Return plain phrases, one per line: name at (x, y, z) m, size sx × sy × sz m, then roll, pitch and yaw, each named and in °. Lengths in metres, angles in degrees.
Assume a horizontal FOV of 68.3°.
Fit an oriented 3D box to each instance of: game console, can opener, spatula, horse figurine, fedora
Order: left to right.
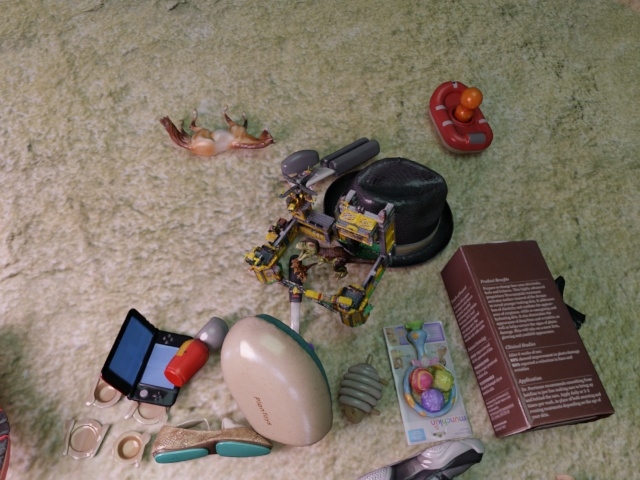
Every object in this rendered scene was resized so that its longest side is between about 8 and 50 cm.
game console at (-0.308, 0.213, 0.864) m, size 0.124 × 0.085 × 0.144 m, roll 12°, pitch 49°, yaw -3°
horse figurine at (-0.263, -0.272, 1.197) m, size 0.263 × 0.066 × 0.175 m, roll -12°, pitch 56°, yaw -20°
spatula at (-0.052, 0.155, 0.990) m, size 0.084 × 0.030 × 0.297 m, roll 3°, pitch 58°, yaw -5°
can opener at (0.033, -0.204, 1.192) m, size 0.280 × 0.093 × 0.074 m, roll -27°, pitch 36°, yaw -29°
fedora at (0.178, -0.094, 1.117) m, size 0.333 × 0.153 × 0.334 m, roll 5°, pitch 58°, yaw -8°

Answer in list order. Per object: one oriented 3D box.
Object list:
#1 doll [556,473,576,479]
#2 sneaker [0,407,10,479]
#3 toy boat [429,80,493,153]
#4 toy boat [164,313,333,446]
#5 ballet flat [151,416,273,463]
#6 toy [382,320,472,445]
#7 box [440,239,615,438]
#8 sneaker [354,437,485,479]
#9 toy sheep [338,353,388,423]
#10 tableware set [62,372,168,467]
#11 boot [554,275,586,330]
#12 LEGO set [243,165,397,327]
doll at (0.460, 0.532, 0.845) m, size 0.129 × 0.046 × 0.189 m, roll 22°, pitch 57°, yaw 4°
sneaker at (-0.547, 0.289, 0.748) m, size 0.115 × 0.136 × 0.314 m, roll -17°, pitch 55°, yaw -26°
toy boat at (0.405, -0.366, 1.329) m, size 0.150 × 0.151 × 0.231 m, roll -7°, pitch 60°, yaw -15°
toy boat at (-0.121, 0.215, 0.830) m, size 0.318 × 0.268 × 0.148 m, roll 7°, pitch 37°, yaw 28°
ballet flat at (-0.187, 0.344, 0.829) m, size 0.206 × 0.073 × 0.067 m, roll 3°, pitch 44°, yaw -13°
toy at (0.219, 0.275, 0.954) m, size 0.136 × 0.056 × 0.237 m, roll -4°, pitch 59°, yaw -11°
box at (0.411, 0.195, 0.993) m, size 0.191 × 0.143 × 0.382 m, roll -4°, pitch 61°, yaw -12°
sneaker at (0.184, 0.451, 0.815) m, size 0.268 × 0.101 × 0.153 m, roll -16°, pitch 63°, yaw -13°
toy sheep at (0.080, 0.284, 0.906) m, size 0.091 × 0.091 × 0.132 m, roll 18°, pitch 62°, yaw 1°
tableware set at (-0.360, 0.320, 0.837) m, size 0.168 × 0.020 × 0.141 m, roll 14°, pitch 57°, yaw -2°
boot at (0.570, 0.153, 1.102) m, size 0.099 × 0.045 × 0.121 m, roll 37°, pitch 66°, yaw 15°
LEGO set at (0.000, 0.000, 0.948) m, size 0.331 × 0.192 × 0.255 m, roll 31°, pitch 66°, yaw 28°
